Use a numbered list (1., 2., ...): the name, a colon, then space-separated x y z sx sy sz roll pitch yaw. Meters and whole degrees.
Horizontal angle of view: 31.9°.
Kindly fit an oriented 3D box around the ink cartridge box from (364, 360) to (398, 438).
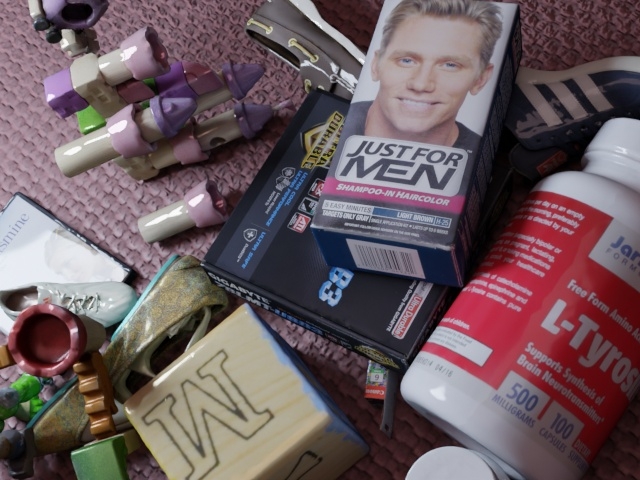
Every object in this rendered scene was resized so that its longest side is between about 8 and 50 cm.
1. ink cartridge box: 0.076 0.186 1.405 0.029 0.063 0.115 3 70 17

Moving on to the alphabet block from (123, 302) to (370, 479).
1. alphabet block: -0.086 0.230 1.368 0.197 0.192 0.193 -39 61 -2

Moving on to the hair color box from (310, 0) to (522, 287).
1. hair color box: 0.123 -0.129 1.349 0.174 0.105 0.347 9 63 18

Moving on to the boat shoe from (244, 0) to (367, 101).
1. boat shoe: 0.010 -0.243 1.572 0.097 0.116 0.324 -44 59 2

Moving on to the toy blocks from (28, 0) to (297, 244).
1. toy blocks: -0.202 -0.207 1.528 0.260 0.288 0.309 -23 61 11

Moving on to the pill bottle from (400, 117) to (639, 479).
1. pill bottle: 0.292 0.071 1.292 0.229 0.229 0.407 31 81 25

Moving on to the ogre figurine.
1. ogre figurine: -0.448 0.250 1.501 0.197 0.118 0.097 -26 87 2

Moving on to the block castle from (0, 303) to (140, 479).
1. block castle: -0.358 0.324 1.321 0.303 0.213 0.453 -18 86 5

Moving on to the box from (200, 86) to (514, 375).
1. box: 0.049 -0.018 1.410 0.293 0.073 0.295 24 69 21

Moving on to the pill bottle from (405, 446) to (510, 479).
1. pill bottle: 0.162 0.299 1.244 0.121 0.221 0.121 -6 67 15

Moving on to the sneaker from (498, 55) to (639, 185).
1. sneaker: 0.320 -0.142 1.431 0.350 0.131 0.148 2 68 28

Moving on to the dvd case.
1. dvd case: -0.409 0.057 1.628 0.253 0.022 0.180 31 81 25

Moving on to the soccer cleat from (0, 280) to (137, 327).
1. soccer cleat: -0.350 0.087 1.542 0.196 0.076 0.068 -5 68 14

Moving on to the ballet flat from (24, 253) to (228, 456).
1. ballet flat: -0.252 0.176 1.488 0.123 0.123 0.348 37 83 26
